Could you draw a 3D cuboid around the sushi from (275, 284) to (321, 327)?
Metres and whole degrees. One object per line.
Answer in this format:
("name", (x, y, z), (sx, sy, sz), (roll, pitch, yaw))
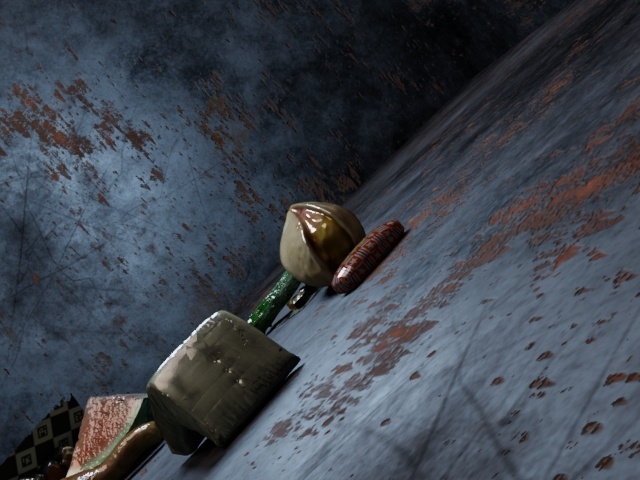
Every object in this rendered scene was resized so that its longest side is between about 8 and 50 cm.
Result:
("sushi", (-0.031, 0.113, 2.158), (0.201, 0.031, 0.139), (-47, 5, -40))

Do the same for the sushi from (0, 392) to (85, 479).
("sushi", (-0.586, 0.533, 2.078), (0.050, 0.264, 0.290), (5, 41, 39))

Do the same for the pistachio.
("pistachio", (0.000, 0.000, 1.944), (0.187, 0.187, 0.299), (-44, 8, -7))

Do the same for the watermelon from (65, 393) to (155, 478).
("watermelon", (-0.467, 0.443, 2.121), (0.256, 0.176, 0.260), (118, 162, -63))

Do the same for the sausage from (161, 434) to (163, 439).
("sausage", (-0.335, 0.409, 2.104), (0.116, 0.026, 0.026), (-46, 5, -38))

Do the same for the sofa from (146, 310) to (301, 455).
("sofa", (-0.158, 0.262, 1.532), (0.210, 0.176, 0.225), (-46, -24, -31))

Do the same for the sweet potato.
("sweet potato", (-0.497, 0.525, 1.955), (0.385, 0.109, 0.109), (-36, 4, 0))

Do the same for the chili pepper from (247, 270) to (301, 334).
("chili pepper", (-0.090, 0.122, 2.154), (0.227, 0.059, 0.088), (-53, -2, 28))

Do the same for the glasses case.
("glasses case", (0.091, 0.024, 1.756), (0.194, 0.049, 0.073), (-46, 5, -32))
